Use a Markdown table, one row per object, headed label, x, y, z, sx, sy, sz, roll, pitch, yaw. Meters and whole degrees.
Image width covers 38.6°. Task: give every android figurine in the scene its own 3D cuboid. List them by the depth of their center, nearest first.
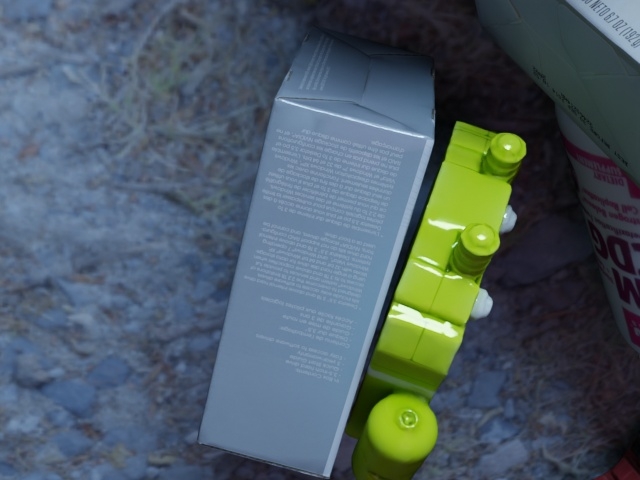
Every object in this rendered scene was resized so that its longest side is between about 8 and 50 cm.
| label | x | y | z | sx | sy | sz | roll | pitch | yaw |
| --- | --- | --- | --- | --- | --- | --- | --- | --- | --- |
| android figurine | 0.074 | 0.035 | 0.597 | 0.056 | 0.248 | 0.273 | 21 | 149 | 4 |

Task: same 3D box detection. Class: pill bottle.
| label | x | y | z | sx | sy | sz | roll | pitch | yaw |
| --- | --- | --- | --- | --- | --- | --- | --- | --- | --- |
| pill bottle | 0.278 | -0.005 | 0.656 | 0.160 | 0.160 | 0.283 | -24 | 122 | 4 |

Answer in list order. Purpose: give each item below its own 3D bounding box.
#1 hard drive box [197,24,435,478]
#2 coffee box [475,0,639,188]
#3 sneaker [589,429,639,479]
| label | x | y | z | sx | sy | sz | roll | pitch | yaw |
| --- | --- | --- | --- | --- | --- | --- | --- | --- | --- |
| hard drive box | 0.000 | 0.000 | 0.592 | 0.089 | 0.181 | 0.232 | 15 | 117 | 0 |
| coffee box | 0.249 | -0.188 | 0.508 | 0.297 | 0.168 | 0.119 | -34 | 147 | -1 |
| sneaker | 0.273 | 0.272 | 0.845 | 0.276 | 0.097 | 0.135 | -32 | 117 | 7 |
